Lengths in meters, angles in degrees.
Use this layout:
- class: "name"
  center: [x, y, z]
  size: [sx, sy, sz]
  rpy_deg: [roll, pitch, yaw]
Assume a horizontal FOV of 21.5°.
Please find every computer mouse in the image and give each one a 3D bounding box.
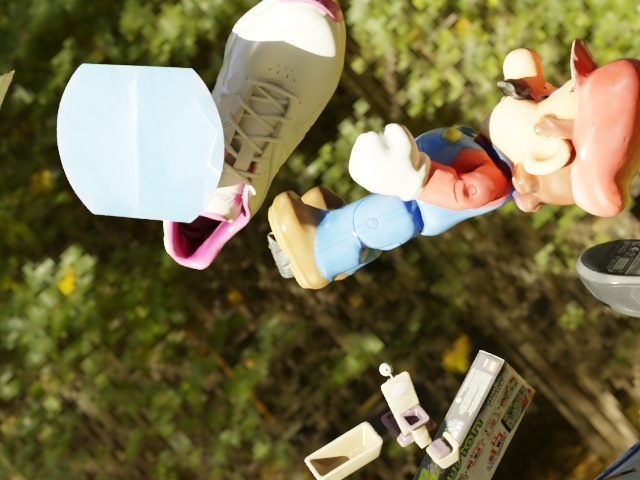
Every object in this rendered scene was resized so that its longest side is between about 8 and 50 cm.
- class: "computer mouse"
  center: [0.444, 0.060, 2.068]
  size: [0.272, 0.072, 0.188]
  rpy_deg: [7, 30, 32]

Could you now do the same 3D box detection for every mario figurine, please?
- class: "mario figurine"
  center: [0.115, -0.081, 1.361]
  size: [0.320, 0.170, 0.198]
  rpy_deg: [-22, 33, 15]

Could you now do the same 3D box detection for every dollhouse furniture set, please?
- class: "dollhouse furniture set"
  center: [0.043, 0.163, 1.419]
  size: [0.114, 0.091, 0.081]
  rpy_deg: [-31, -50, -9]

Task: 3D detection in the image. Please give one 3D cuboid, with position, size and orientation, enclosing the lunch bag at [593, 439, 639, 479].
- class: "lunch bag"
  center: [0.476, 0.384, 2.146]
  size: [0.243, 0.303, 0.115]
  rpy_deg: [-34, -35, -33]

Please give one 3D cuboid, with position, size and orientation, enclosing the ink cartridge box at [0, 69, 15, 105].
- class: "ink cartridge box"
  center: [-0.422, -0.120, 1.801]
  size: [0.179, 0.045, 0.145]
  rpy_deg: [-35, -16, -45]

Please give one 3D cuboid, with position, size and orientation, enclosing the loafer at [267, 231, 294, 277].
- class: "loafer"
  center: [0.000, 0.000, 2.226]
  size: [0.170, 0.061, 0.062]
  rpy_deg: [-20, 23, 34]

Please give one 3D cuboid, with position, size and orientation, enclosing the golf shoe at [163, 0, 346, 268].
- class: "golf shoe"
  center: [-0.063, -0.094, 1.554]
  size: [0.140, 0.115, 0.306]
  rpy_deg: [-82, 18, -47]

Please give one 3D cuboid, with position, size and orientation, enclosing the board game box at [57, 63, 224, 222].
- class: "board game box"
  center: [-0.150, -0.087, 1.466]
  size: [0.168, 0.133, 0.033]
  rpy_deg: [5, 14, 26]

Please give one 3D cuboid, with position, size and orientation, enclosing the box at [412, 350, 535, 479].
- class: "box"
  center: [0.176, 0.244, 1.987]
  size: [0.207, 0.036, 0.114]
  rpy_deg: [-61, -35, -10]
